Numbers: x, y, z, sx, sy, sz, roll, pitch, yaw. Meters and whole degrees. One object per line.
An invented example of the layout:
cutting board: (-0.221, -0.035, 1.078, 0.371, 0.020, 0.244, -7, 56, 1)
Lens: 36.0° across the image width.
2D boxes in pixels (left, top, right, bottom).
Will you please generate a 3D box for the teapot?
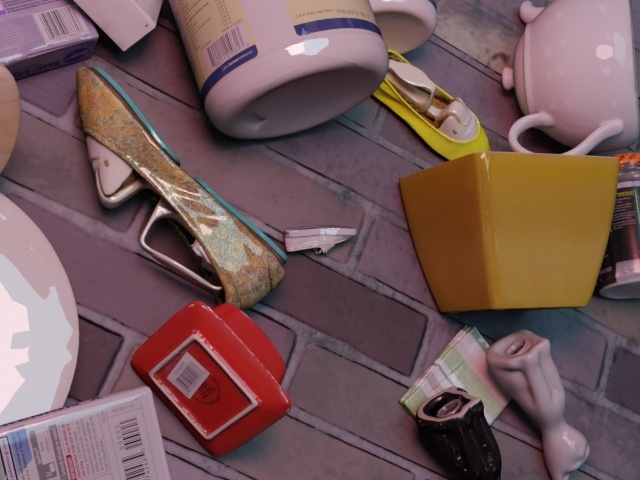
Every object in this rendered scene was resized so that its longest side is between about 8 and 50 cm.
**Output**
teapot: (0.352, -0.235, 1.404, 0.187, 0.256, 0.253, -4, 95, 18)

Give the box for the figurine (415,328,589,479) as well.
figurine: (0.246, 0.251, 1.238, 0.215, 0.092, 0.209, -34, 106, -28)

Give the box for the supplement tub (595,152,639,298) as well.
supplement tub: (0.439, -0.020, 1.402, 0.117, 0.117, 0.190, 5, 71, -21)

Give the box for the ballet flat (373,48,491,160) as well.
ballet flat: (0.154, -0.184, 1.361, 0.231, 0.077, 0.077, 37, 63, -8)

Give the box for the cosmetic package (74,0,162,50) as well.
cosmetic package: (-0.291, -0.344, 1.163, 0.239, 0.060, 0.099, 46, 23, -29)

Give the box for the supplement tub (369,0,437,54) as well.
supplement tub: (0.084, -0.371, 1.359, 0.144, 0.144, 0.200, 6, 70, -21)

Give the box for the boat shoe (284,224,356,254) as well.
boat shoe: (0.000, 0.000, 1.260, 0.100, 0.035, 0.035, -4, 101, -28)

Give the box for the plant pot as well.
plant pot: (0.244, -0.002, 1.275, 0.212, 0.212, 0.187, 0, 85, -23)

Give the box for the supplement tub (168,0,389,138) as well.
supplement tub: (-0.071, -0.314, 1.222, 0.235, 0.235, 0.325, -13, 78, -26)

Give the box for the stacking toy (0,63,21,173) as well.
stacking toy: (-0.485, -0.152, 1.015, 0.330, 0.141, 0.141, 16, 63, 12)

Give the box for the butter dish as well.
butter dish: (-0.105, 0.137, 1.115, 0.160, 0.160, 0.118, 48, 38, -2)

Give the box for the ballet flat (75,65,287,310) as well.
ballet flat: (-0.190, -0.052, 1.155, 0.348, 0.123, 0.123, 46, 61, -2)

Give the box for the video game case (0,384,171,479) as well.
video game case: (-0.276, 0.340, 0.969, 0.299, 0.036, 0.329, -13, 94, -26)

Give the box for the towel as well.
towel: (0.185, 0.196, 1.271, 0.113, 0.023, 0.152, 47, 61, -1)

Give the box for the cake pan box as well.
cake pan box: (-0.425, -0.300, 1.163, 0.266, 0.070, 0.246, -25, 85, -28)

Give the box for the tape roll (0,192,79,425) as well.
tape roll: (-0.447, 0.103, 1.009, 0.392, 0.072, 0.392, 8, 68, -20)
